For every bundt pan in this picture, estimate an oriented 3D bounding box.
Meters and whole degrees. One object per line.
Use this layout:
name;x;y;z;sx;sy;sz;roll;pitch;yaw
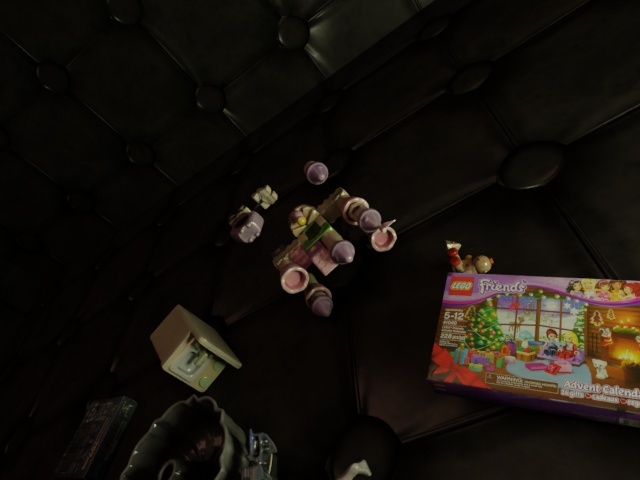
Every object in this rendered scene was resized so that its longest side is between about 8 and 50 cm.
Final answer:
bundt pan;-0.277;0.504;0.960;0.331;0.124;0.331;-28;37;24

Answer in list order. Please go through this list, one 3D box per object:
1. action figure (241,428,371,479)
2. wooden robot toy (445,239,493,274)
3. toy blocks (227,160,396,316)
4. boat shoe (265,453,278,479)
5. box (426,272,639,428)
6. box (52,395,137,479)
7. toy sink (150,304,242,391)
action figure;-0.074;0.448;0.736;0.330;0.178;0.341;-20;51;4
wooden robot toy;0.297;0.051;0.894;0.079;0.076;0.173;-20;39;16
toy blocks;0.000;0.000;1.046;0.288;0.309;0.260;-43;27;2
boat shoe;-0.101;0.476;0.878;0.049;0.042;0.133;-46;26;38
box;0.327;0.151;0.696;0.293;0.057;0.201;0;52;29
box;-0.658;0.582;1.345;0.183;0.059;0.233;-19;40;34
toy sink;-0.340;0.300;1.230;0.131;0.153;0.234;-51;34;-10
